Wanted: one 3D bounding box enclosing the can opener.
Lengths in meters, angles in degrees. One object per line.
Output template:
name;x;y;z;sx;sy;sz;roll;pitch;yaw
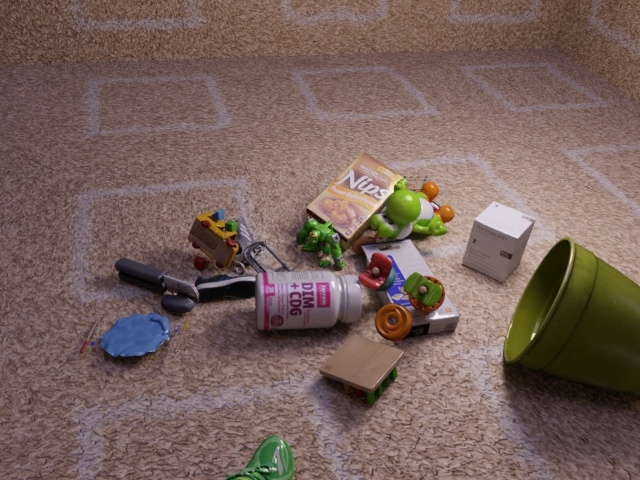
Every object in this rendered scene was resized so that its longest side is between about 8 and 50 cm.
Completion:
can opener;-0.479;0.132;1.749;0.284;0.076;0.095;16;46;18

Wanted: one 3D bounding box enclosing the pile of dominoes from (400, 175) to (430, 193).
pile of dominoes;0.272;-0.213;2.274;0.251;0.040;0.196;1;30;18

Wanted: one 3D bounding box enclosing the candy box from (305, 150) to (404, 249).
candy box;0.119;-0.139;2.060;0.183;0.087;0.316;37;66;16

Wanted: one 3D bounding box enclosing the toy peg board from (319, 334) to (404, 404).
toy peg board;0.110;0.338;1.564;0.161;0.079;0.161;12;34;35

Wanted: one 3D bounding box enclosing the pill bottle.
pill bottle;-0.037;0.165;1.687;0.283;0.160;0.160;-1;37;-9

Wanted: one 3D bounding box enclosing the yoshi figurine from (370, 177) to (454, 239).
yoshi figurine;0.313;-0.103;1.994;0.204;0.202;0.362;13;21;38

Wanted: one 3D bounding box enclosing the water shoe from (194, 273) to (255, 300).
water shoe;-0.269;0.124;1.788;0.203;0.072;0.080;-4;36;-13

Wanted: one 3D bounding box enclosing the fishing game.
fishing game;-0.489;0.255;1.618;0.264;0.041;0.189;-2;30;-1

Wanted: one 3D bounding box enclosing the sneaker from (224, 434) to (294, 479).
sneaker;-0.136;0.515;1.243;0.110;0.123;0.295;17;38;16

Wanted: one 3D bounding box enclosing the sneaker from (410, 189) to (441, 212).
sneaker;0.385;-0.145;2.229;0.075;0.063;0.170;-33;46;-32

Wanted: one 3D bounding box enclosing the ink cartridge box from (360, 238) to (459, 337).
ink cartridge box;0.260;0.135;1.844;0.176;0.069;0.371;-7;41;-15

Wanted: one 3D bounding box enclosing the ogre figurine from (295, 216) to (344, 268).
ogre figurine;0.000;0.000;1.946;0.097;0.118;0.197;-13;40;-23

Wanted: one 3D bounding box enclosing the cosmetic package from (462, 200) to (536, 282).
cosmetic package;0.573;0.003;1.957;0.151;0.183;0.151;27;42;27

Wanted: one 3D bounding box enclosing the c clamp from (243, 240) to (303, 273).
c clamp;-0.155;0.059;1.890;0.161;0.022;0.137;41;60;3

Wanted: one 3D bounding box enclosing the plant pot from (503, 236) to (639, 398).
plant pot;0.724;0.228;1.579;0.353;0.366;0.366;25;40;7

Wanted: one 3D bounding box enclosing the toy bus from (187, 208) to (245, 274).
toy bus;-0.302;0.001;1.858;0.191;0.202;0.104;-7;15;30

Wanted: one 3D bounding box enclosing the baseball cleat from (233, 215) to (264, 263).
baseball cleat;-0.236;0.002;1.968;0.110;0.072;0.205;5;46;-10

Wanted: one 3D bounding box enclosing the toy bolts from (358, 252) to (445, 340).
toy bolts;0.209;0.159;1.695;0.228;0.158;0.218;36;88;22

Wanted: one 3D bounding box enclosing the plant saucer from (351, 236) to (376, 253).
plant saucer;0.142;0.018;1.970;0.084;0.083;0.013;-7;54;-16
